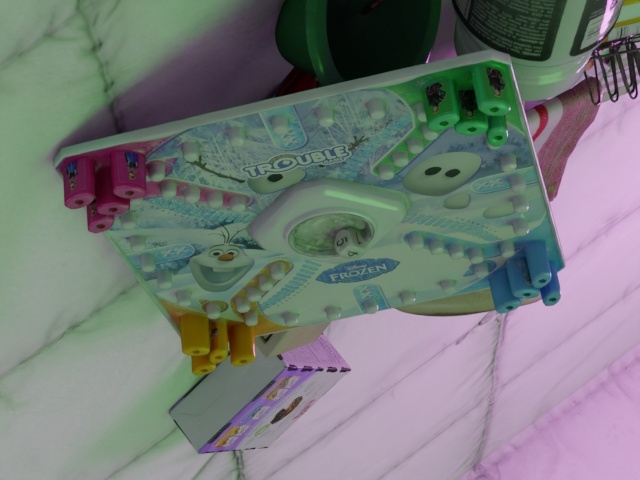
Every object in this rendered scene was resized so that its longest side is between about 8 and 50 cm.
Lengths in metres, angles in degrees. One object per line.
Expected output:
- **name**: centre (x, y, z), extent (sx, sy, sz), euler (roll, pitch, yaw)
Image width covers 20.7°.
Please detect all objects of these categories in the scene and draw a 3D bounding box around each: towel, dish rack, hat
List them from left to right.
- **hat**: centre (-0.019, -0.194, 1.524), extent (0.173, 0.183, 0.208), euler (26, 79, -48)
- **towel**: centre (0.175, -0.052, 2.043), extent (0.329, 0.037, 0.237), euler (-29, 158, -22)
- **towel**: centre (0.389, -0.228, 2.201), extent (0.113, 0.023, 0.152), euler (-21, 156, -37)
- **dish rack**: centre (0.364, -0.196, 1.843), extent (0.271, 0.074, 0.208), euler (-6, -167, 39)

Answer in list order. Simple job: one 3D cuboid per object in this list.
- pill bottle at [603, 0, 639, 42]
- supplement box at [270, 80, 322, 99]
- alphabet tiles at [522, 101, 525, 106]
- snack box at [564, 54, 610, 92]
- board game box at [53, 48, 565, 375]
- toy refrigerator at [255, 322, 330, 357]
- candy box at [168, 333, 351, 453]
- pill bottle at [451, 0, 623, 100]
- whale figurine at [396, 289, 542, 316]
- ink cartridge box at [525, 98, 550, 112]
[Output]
- **pill bottle**: centre (0.314, -0.266, 1.750), extent (0.215, 0.117, 0.117), euler (-14, 160, 2)
- **supplement box**: centre (0.052, -0.093, 1.717), extent (0.239, 0.130, 0.073), euler (-13, 151, -50)
- **alphabet tiles**: centre (0.196, -0.107, 1.803), extent (0.021, 0.284, 0.278), euler (2, 163, 10)
- **snack box**: centre (0.292, -0.202, 2.070), extent (0.064, 0.022, 0.178), euler (-43, 161, 15)
- **board game box**: centre (0.010, -0.006, 1.578), extent (0.390, 0.050, 0.390), euler (-12, 150, 9)
- **toy refrigerator**: centre (0.000, 0.000, 1.878), extent (0.094, 0.102, 0.269), euler (-17, 152, -47)
- **candy box**: centre (-0.074, 0.190, 2.223), extent (0.165, 0.070, 0.196), euler (-44, 160, 15)
- **pill bottle**: centre (0.200, -0.255, 1.555), extent (0.162, 0.162, 0.278), euler (-32, 158, -20)
- **whale figurine**: centre (0.162, 0.025, 2.221), extent (0.272, 0.141, 0.216), euler (-4, 175, -23)
- **ink cartridge box**: centre (0.178, -0.086, 2.095), extent (0.208, 0.045, 0.206), euler (-46, 160, 26)
